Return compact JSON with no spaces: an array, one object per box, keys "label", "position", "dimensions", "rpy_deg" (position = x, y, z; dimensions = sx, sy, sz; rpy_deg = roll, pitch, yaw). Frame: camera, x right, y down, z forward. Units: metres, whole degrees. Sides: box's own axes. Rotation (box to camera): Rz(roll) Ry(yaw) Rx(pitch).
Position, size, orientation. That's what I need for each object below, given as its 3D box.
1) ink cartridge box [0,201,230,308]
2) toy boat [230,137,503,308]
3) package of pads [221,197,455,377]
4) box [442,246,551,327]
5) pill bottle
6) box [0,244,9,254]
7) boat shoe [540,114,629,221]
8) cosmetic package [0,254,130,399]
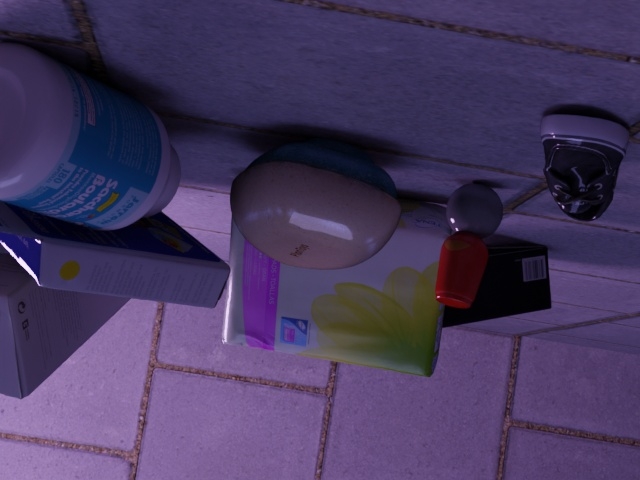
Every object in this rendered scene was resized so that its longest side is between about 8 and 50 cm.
[{"label":"ink cartridge box","position":[-0.302,-0.025,1.502],"dimensions":[0.307,0.072,0.303],"rpy_deg":[9,-161,-39]},{"label":"toy boat","position":[0.055,-0.034,1.558],"dimensions":[0.318,0.148,0.267],"rpy_deg":[18,166,-14]},{"label":"package of pads","position":[0.024,0.044,1.804],"dimensions":[0.297,0.229,0.101],"rpy_deg":[9,-154,5]},{"label":"box","position":[0.186,0.070,2.019],"dimensions":[0.261,0.103,0.184],"rpy_deg":[-7,-175,-33]},{"label":"pill bottle","position":[-0.246,-0.092,1.345],"dimensions":[0.146,0.146,0.264],"rpy_deg":[5,172,28]},{"label":"box","position":[-0.421,-0.034,1.663],"dimensions":[0.183,0.056,0.231],"rpy_deg":[22,-172,39]},{"label":"boat shoe","position":[0.243,-0.061,1.270],"dimensions":[0.080,0.076,0.228],"rpy_deg":[7,173,11]},{"label":"cosmetic package","position":[-0.397,0.044,1.848],"dimensions":[0.217,0.156,0.385],"rpy_deg":[8,-154,22]}]
